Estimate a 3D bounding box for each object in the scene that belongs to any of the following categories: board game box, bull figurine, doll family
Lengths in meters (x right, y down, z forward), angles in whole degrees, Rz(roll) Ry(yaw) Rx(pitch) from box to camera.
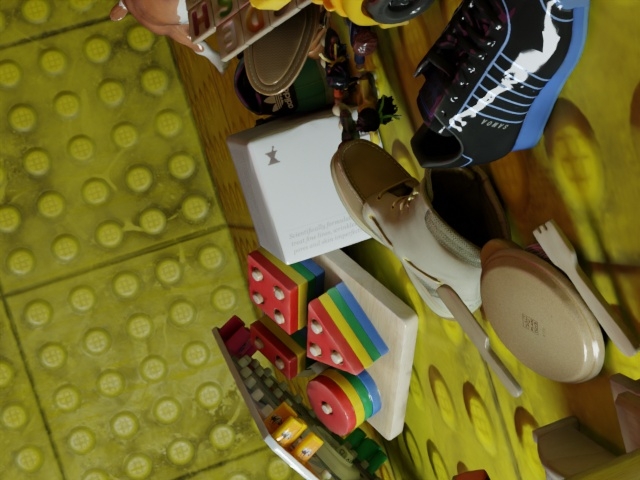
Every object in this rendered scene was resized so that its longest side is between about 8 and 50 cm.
[{"bbox_3d":[0.019,0.306,1.538,0.390,0.050,0.390,45,-179,-24],"label":"board game box"},{"bbox_3d":[-0.174,-0.310,1.298,0.188,0.101,0.310,30,171,-9],"label":"bull figurine"},{"bbox_3d":[0.036,-0.165,1.055,0.111,0.076,0.193,-88,-17,-59],"label":"doll family"}]

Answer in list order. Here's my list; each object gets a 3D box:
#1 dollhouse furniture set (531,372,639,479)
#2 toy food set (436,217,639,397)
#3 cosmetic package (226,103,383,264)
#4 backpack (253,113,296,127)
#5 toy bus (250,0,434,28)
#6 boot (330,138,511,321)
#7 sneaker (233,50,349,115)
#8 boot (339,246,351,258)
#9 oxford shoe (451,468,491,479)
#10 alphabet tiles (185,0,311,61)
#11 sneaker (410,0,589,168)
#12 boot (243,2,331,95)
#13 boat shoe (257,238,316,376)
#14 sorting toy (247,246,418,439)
[{"bbox_3d":[0.170,0.229,0.772,0.355,0.173,0.303,-152,45,-74],"label":"dollhouse furniture set"},{"bbox_3d":[0.175,0.052,0.804,0.132,0.038,0.192,55,155,3],"label":"toy food set"},{"bbox_3d":[-0.011,-0.074,1.242,0.183,0.151,0.151,-148,40,-75],"label":"cosmetic package"},{"bbox_3d":[-0.025,-0.119,1.382,0.084,0.105,0.114,-16,-93,-78],"label":"backpack"},{"bbox_3d":[-0.015,-0.253,0.816,0.220,0.211,0.149,96,152,-69],"label":"toy bus"},{"bbox_3d":[0.090,-0.039,0.950,0.213,0.077,0.165,53,164,17],"label":"boot"},{"bbox_3d":[-0.063,-0.232,1.325,0.302,0.121,0.108,-129,22,-65],"label":"sneaker"},{"bbox_3d":[0.000,0.000,1.477,0.207,0.090,0.248,88,159,-48],"label":"boot"},{"bbox_3d":[0.113,0.293,0.801,0.097,0.098,0.271,-76,-30,-64],"label":"oxford shoe"},{"bbox_3d":[-0.065,-0.304,1.041,0.237,0.009,0.198,-25,69,40],"label":"alphabet tiles"},{"bbox_3d":[0.114,-0.123,0.695,0.232,0.090,0.081,89,160,-58],"label":"sneaker"},{"bbox_3d":[-0.024,-0.228,1.123,0.152,0.073,0.197,59,-137,-73],"label":"boot"},{"bbox_3d":[-0.045,0.081,1.791,0.105,0.113,0.306,115,151,-66],"label":"boat shoe"},{"bbox_3d":[0.002,0.132,1.393,0.255,0.089,0.257,40,146,31],"label":"sorting toy"}]
